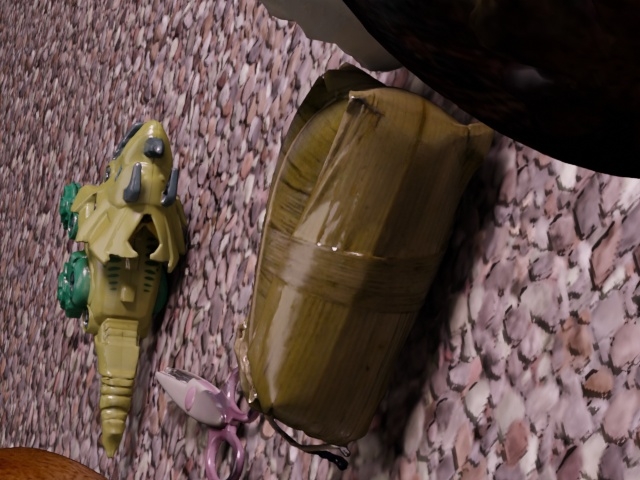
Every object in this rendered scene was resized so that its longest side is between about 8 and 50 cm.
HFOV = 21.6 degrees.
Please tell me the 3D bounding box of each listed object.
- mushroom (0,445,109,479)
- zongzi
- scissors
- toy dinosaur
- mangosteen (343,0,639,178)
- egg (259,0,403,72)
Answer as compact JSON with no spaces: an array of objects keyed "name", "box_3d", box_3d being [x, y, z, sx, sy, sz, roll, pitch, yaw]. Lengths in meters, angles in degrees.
[{"name":"mushroom","box_3d":[-0.258,0.265,1.160,0.297,0.163,0.278,-52,-5,13]},{"name":"zongzi","box_3d":[0.000,0.003,0.938,0.204,0.094,0.204,-133,61,-69]},{"name":"scissors","box_3d":[-0.079,0.112,1.142,0.176,0.022,0.085,22,97,65]},{"name":"toy dinosaur","box_3d":[-0.158,0.036,1.308,0.153,0.094,0.259,-176,93,-71]},{"name":"mangosteen","box_3d":[0.130,-0.169,0.483,0.330,0.330,0.330,-48,33,47]},{"name":"egg","box_3d":[0.035,-0.209,0.883,0.217,0.183,0.183,-59,25,11]}]
